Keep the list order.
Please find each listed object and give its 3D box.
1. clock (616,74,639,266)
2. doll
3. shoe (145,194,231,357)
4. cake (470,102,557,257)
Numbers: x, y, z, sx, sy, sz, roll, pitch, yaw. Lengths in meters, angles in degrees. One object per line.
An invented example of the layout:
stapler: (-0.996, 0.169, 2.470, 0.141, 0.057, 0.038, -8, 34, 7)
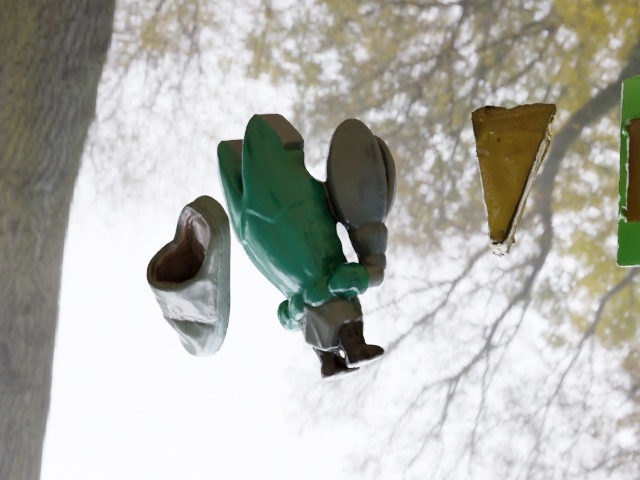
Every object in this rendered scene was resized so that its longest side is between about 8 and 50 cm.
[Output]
clock: (0.475, -0.069, 1.432, 0.255, 0.106, 0.220, 6, -96, -24)
doll: (-0.016, 0.003, 1.236, 0.195, 0.258, 0.153, 0, -175, 37)
shoe: (-0.179, 0.057, 1.666, 0.100, 0.251, 0.103, -12, -143, -30)
cake: (0.245, -0.077, 1.501, 0.116, 0.080, 0.185, -15, -113, 13)
